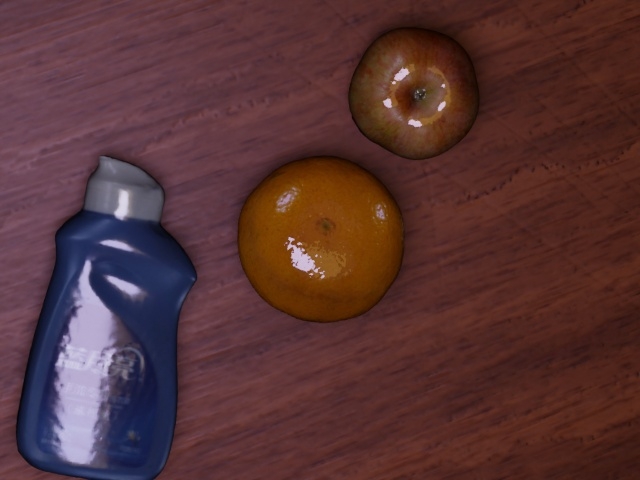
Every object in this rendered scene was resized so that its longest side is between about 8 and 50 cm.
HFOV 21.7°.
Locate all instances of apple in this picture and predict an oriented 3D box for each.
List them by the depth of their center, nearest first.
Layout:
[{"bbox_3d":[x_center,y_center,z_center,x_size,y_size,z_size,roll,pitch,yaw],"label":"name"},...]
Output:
[{"bbox_3d":[0.091,-0.138,1.558,0.126,0.102,0.126,-1,95,-11],"label":"apple"}]

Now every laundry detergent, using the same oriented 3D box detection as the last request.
[{"bbox_3d":[-0.190,0.070,1.524,0.143,0.094,0.290,9,93,-8],"label":"laundry detergent"}]

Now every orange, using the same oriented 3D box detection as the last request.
[{"bbox_3d":[0.000,0.000,1.542,0.156,0.124,0.156,2,77,-7],"label":"orange"}]
